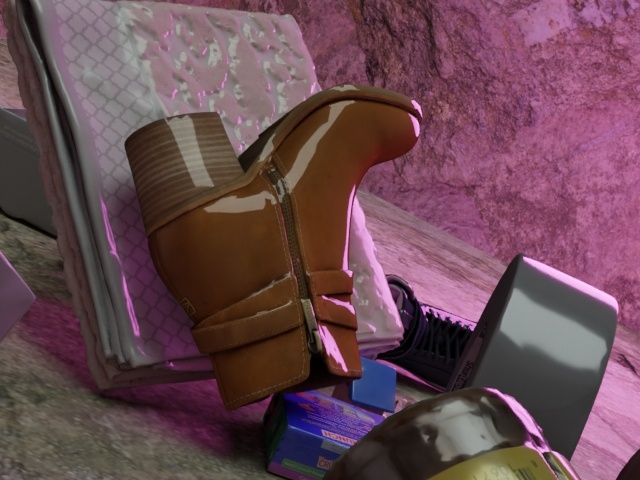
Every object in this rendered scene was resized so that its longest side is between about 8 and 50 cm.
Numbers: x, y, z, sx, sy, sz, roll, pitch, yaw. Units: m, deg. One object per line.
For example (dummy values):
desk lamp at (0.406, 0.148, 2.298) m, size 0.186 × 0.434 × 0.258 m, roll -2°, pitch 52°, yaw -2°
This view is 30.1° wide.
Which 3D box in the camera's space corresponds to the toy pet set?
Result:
toy pet set at (0.062, 0.141, 1.035) m, size 0.114 × 0.065 × 0.122 m, roll 20°, pitch 9°, yaw -22°

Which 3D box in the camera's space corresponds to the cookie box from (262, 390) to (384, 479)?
cookie box at (0.006, 0.152, 0.899) m, size 0.091 × 0.040 × 0.107 m, roll 21°, pitch 9°, yaw -8°

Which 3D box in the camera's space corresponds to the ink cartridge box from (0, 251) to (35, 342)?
ink cartridge box at (-0.269, 0.010, 0.613) m, size 0.176 × 0.127 × 0.128 m, roll 27°, pitch -22°, yaw 24°

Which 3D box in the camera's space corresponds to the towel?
towel at (-0.086, -0.051, 0.988) m, size 0.317 × 0.053 × 0.332 m, roll -3°, pitch 70°, yaw -46°

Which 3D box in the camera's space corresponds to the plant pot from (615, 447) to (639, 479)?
plant pot at (0.291, 0.199, 0.665) m, size 0.323 × 0.323 × 0.280 m, roll 23°, pitch -8°, yaw -6°

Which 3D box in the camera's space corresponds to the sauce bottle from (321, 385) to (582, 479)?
sauce bottle at (0.105, 0.205, 0.373) m, size 0.111 × 0.111 × 0.344 m, roll 16°, pitch 32°, yaw -41°

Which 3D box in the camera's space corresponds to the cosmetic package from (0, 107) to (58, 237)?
cosmetic package at (-0.282, -0.079, 1.330) m, size 0.127 × 0.107 × 0.238 m, roll 27°, pitch 6°, yaw 3°

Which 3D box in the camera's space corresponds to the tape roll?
tape roll at (0.119, 0.121, 0.795) m, size 0.072 × 0.219 × 0.219 m, roll 24°, pitch 9°, yaw 5°

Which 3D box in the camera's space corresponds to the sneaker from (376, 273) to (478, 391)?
sneaker at (0.115, 0.101, 1.227) m, size 0.226 × 0.086 × 0.163 m, roll 15°, pitch -11°, yaw 5°

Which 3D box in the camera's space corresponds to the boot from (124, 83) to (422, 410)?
boot at (0.000, 0.000, 0.919) m, size 0.283 × 0.109 × 0.220 m, roll -12°, pitch 76°, yaw -44°

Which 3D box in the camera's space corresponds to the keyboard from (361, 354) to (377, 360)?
keyboard at (0.011, 0.015, 1.177) m, size 0.014 × 0.072 × 0.256 m, roll -4°, pitch 61°, yaw -20°
